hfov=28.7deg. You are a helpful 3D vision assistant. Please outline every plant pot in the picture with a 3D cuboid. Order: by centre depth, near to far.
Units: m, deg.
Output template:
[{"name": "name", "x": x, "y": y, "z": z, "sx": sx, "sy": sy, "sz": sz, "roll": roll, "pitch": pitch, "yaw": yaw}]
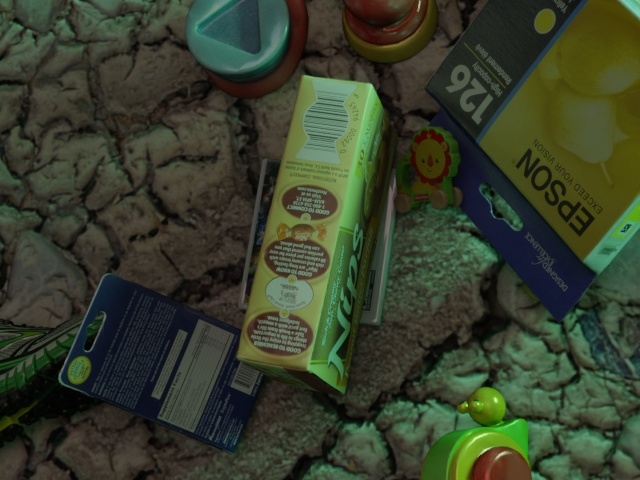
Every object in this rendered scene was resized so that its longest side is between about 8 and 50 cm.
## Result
[{"name": "plant pot", "x": 0.265, "y": 0.036, "z": 1.394, "sx": 0.083, "sy": 0.083, "sz": 0.079, "roll": 36, "pitch": 97, "yaw": 20}]

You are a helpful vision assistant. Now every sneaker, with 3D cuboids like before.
[{"name": "sneaker", "x": -0.351, "y": 0.136, "z": 1.478, "sx": 0.343, "sy": 0.134, "sz": 0.146, "roll": -24, "pitch": 59, "yaw": 0}]

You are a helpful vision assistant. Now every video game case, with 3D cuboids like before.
[{"name": "video game case", "x": 0.000, "y": 0.000, "z": 1.492, "sx": 0.173, "sy": 0.022, "sz": 0.190, "roll": 6, "pitch": 77, "yaw": 14}]

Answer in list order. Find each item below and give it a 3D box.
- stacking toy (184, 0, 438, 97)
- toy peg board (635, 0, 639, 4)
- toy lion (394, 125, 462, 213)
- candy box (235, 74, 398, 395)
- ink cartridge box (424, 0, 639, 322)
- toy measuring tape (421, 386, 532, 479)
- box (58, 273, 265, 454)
[{"name": "stacking toy", "x": -0.034, "y": -0.338, "z": 1.538, "sx": 0.308, "sy": 0.130, "sz": 0.280, "roll": -17, "pitch": 72, "yaw": 8}, {"name": "toy peg board", "x": 0.358, "y": -0.214, "z": 1.414, "sx": 0.079, "sy": 0.160, "sz": 0.161, "roll": -5, "pitch": 75, "yaw": 44}, {"name": "toy lion", "x": 0.123, "y": -0.082, "z": 1.439, "sx": 0.100, "sy": 0.034, "sz": 0.096, "roll": -5, "pitch": 94, "yaw": 52}, {"name": "candy box", "x": 0.003, "y": -0.001, "z": 1.381, "sx": 0.087, "sy": 0.183, "sz": 0.317, "roll": 10, "pitch": 78, "yaw": 16}, {"name": "ink cartridge box", "x": 0.245, "y": -0.125, "z": 1.342, "sx": 0.307, "sy": 0.072, "sz": 0.304, "roll": -53, "pitch": 53, "yaw": 23}, {"name": "toy measuring tape", "x": 0.161, "y": 0.316, "z": 1.310, "sx": 0.121, "sy": 0.121, "sz": 0.330, "roll": -1, "pitch": 74, "yaw": 13}, {"name": "box", "x": -0.174, "y": 0.138, "z": 1.416, "sx": 0.225, "sy": 0.036, "sz": 0.136, "roll": 27, "pitch": 79, "yaw": -23}]
